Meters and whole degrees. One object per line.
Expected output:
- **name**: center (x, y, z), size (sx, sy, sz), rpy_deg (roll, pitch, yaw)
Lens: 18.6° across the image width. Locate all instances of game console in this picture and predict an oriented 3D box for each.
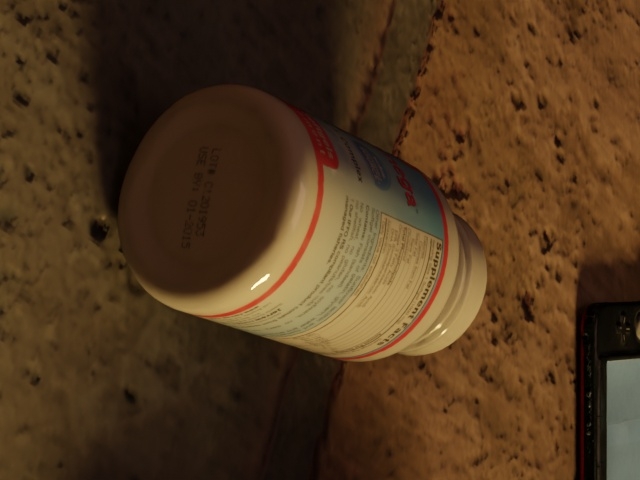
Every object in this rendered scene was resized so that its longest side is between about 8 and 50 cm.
- **game console**: center (0.206, 0.106, 1.078), size (0.124, 0.085, 0.144), rpy_deg (2, 88, -56)

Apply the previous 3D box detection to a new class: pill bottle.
- **pill bottle**: center (0.000, 0.000, 0.773), size (0.160, 0.087, 0.087), rpy_deg (22, 72, -55)
